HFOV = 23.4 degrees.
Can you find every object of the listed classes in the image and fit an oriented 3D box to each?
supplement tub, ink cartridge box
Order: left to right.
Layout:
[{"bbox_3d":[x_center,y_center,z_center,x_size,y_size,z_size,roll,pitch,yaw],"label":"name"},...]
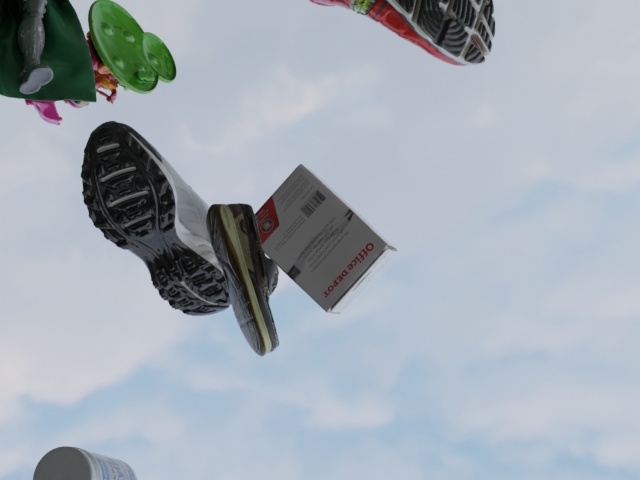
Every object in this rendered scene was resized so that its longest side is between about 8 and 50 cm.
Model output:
[{"bbox_3d":[-0.237,0.250,1.571,0.071,0.107,0.071,-5,-106,18],"label":"supplement tub"},{"bbox_3d":[0.000,0.000,1.659,0.099,0.135,0.056,-47,165,6],"label":"ink cartridge box"}]

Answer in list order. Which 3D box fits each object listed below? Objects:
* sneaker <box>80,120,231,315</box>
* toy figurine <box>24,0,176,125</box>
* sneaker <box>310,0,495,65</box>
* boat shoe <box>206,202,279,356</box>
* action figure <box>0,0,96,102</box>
[{"bbox_3d":[-0.180,-0.033,1.711,0.100,0.271,0.108,-18,-138,16],"label":"sneaker"},{"bbox_3d":[-0.292,-0.206,1.942,0.159,0.130,0.173,-27,165,24],"label":"toy figurine"},{"bbox_3d":[0.044,-0.254,1.464,0.118,0.279,0.107,-24,-142,60],"label":"sneaker"},{"bbox_3d":[-0.062,0.032,1.446,0.049,0.152,0.056,-14,168,-23],"label":"boat shoe"},{"bbox_3d":[-0.239,-0.217,1.192,0.137,0.063,0.232,8,-122,-22],"label":"action figure"}]
